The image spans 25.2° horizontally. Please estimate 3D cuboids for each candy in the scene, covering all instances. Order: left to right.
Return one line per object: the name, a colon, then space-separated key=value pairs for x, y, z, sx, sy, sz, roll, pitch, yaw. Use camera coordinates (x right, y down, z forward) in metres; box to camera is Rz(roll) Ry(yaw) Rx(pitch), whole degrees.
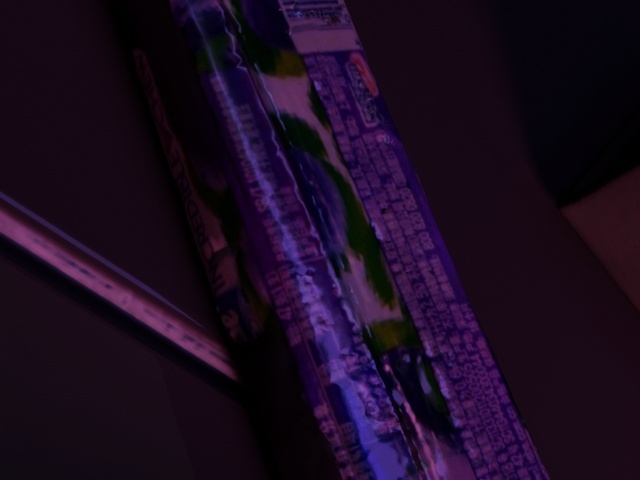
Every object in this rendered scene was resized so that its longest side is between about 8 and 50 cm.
candy: x=0.000 y=0.000 z=0.552 sx=0.088 sy=0.061 sz=0.312 roll=-12 pitch=75 yaw=-38

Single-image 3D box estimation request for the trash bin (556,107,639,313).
trash bin: x=0.253 y=0.015 z=0.686 sx=0.240 sy=0.122 sz=0.164 roll=49 pitch=56 yaw=-4
